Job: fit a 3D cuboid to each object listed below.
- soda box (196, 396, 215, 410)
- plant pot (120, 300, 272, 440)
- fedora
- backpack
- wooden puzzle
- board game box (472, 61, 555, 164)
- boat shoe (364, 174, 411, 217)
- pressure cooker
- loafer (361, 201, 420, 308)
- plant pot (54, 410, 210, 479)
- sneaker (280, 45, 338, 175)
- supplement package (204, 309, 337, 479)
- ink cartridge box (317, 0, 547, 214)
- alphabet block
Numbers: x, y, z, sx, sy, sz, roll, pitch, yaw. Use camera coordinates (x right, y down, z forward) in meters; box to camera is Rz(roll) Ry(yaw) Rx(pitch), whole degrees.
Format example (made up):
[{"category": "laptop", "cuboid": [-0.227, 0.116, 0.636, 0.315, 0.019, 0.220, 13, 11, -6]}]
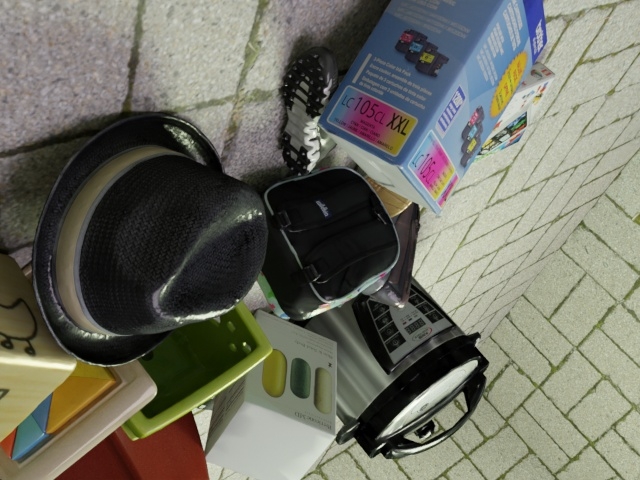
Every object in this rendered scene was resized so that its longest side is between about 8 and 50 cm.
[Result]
[{"category": "soda box", "cuboid": [-0.239, 0.348, 1.659, 0.053, 0.060, 0.169, -43, 156, 2]}, {"category": "plant pot", "cuboid": [-0.243, 0.157, 1.100, 0.227, 0.228, 0.207, -30, 170, -29]}, {"category": "fedora", "cuboid": [-0.172, 0.006, 0.881, 0.334, 0.152, 0.334, -25, 119, -56]}, {"category": "backpack", "cuboid": [0.000, 0.000, 1.216, 0.253, 0.225, 0.191, -27, 175, -40]}, {"category": "wooden puzzle", "cuboid": [-0.363, 0.169, 0.936, 0.221, 0.239, 0.044, -39, 172, -5]}, {"category": "board game box", "cuboid": [0.338, -0.241, 1.512, 0.305, 0.053, 0.193, -26, 152, -31]}, {"category": "boat shoe", "cuboid": [0.092, -0.080, 1.379, 0.277, 0.098, 0.096, -43, -160, 32]}, {"category": "pressure cooker", "cuboid": [0.176, 0.294, 1.745, 0.370, 0.420, 0.375, -47, 155, 16]}, {"category": "loafer", "cuboid": [0.143, 0.006, 1.412, 0.109, 0.095, 0.302, -35, -155, 40]}, {"category": "plant pot", "cuboid": [-0.373, 0.431, 1.379, 0.267, 0.236, 0.267, -48, 155, 17]}, {"category": "sneaker", "cuboid": [0.003, -0.198, 1.057, 0.106, 0.078, 0.234, -36, 158, -27]}, {"category": "supplement package", "cuboid": [-0.096, 0.324, 1.504, 0.198, 0.199, 0.263, -56, -163, 31]}, {"category": "ink cartridge box", "cuboid": [0.192, -0.263, 1.057, 0.395, 0.151, 0.270, -60, 157, 0]}, {"category": "alphabet block", "cuboid": [-0.433, 0.123, 0.806, 0.193, 0.192, 0.197, -42, 158, 7]}]
